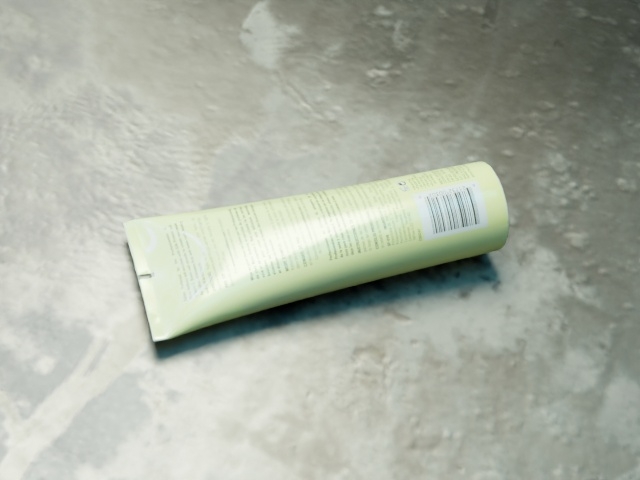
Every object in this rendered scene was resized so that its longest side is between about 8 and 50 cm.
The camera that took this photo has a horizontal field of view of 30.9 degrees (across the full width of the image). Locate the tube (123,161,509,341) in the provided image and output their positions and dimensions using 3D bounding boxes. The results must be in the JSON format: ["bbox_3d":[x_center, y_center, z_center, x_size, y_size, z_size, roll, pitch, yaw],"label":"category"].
[{"bbox_3d":[0.000,0.000,0.744,0.240,0.062,0.070,-12,14,-14],"label":"tube"}]
